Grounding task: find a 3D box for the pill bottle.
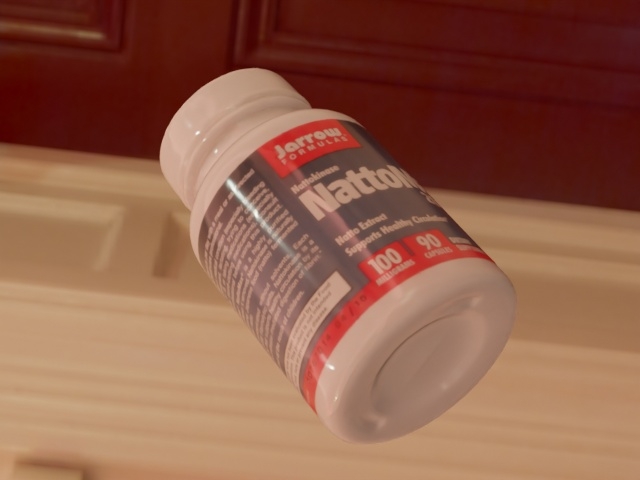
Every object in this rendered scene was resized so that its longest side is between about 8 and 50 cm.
[{"bbox_3d":[0.000,0.000,0.691,0.180,0.108,0.108,49,148,33],"label":"pill bottle"}]
